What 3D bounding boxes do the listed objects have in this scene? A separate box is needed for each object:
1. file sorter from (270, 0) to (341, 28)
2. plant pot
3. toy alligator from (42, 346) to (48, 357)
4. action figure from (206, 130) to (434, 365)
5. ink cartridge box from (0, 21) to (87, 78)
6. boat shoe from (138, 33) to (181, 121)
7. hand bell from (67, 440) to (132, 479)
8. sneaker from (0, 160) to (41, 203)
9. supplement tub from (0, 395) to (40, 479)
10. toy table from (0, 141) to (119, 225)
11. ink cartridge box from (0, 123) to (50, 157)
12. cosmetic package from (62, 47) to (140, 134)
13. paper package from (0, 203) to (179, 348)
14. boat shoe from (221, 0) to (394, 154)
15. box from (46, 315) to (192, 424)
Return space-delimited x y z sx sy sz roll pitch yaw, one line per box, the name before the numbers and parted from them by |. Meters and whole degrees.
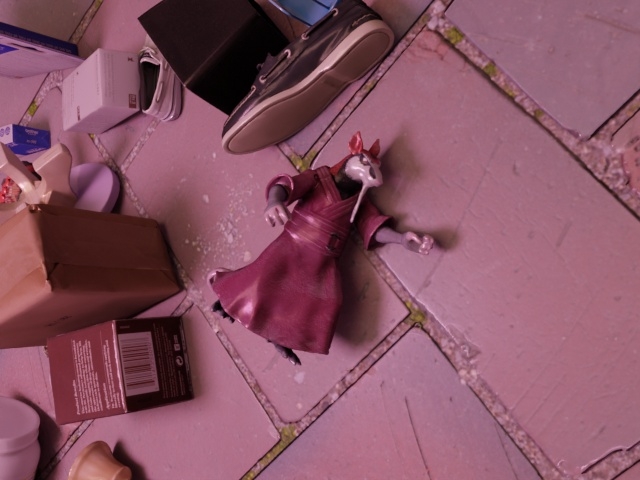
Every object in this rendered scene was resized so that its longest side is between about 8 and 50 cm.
file sorter | -0.020 -0.457 1.167 0.118 0.105 0.170 46 112 27
plant pot | -0.166 -0.345 1.223 0.167 0.187 0.188 -40 66 13
toy alligator | -0.625 0.174 1.576 0.051 0.056 0.189 -30 66 -14
action figure | 0.000 0.000 1.126 0.370 0.248 0.276 -61 16 2
ink cartridge box | -0.687 -0.417 1.493 0.307 0.304 0.072 -3 87 33
boat shoe | -0.317 -0.349 1.377 0.083 0.076 0.226 -13 81 32
hand bell | -0.353 0.484 1.359 0.242 0.126 0.126 12 94 22
sneaker | -0.661 -0.037 1.581 0.135 0.098 0.275 16 94 28
supplement tub | -0.750 0.525 1.527 0.236 0.235 0.324 23 101 32
toy table | -0.566 -0.082 1.425 0.274 0.161 0.252 -47 60 -2
ink cartridge box | -0.733 -0.223 1.636 0.207 0.097 0.046 -8 83 33
cosmetic package | -0.445 -0.294 1.416 0.231 0.086 0.117 -11 81 54
paper package | -0.492 0.079 1.333 0.325 0.310 0.168 -27 71 29
boat shoe | -0.043 -0.274 1.162 0.340 0.127 0.113 -37 67 25
box | -0.381 0.244 1.336 0.203 0.167 0.168 -16 79 32
